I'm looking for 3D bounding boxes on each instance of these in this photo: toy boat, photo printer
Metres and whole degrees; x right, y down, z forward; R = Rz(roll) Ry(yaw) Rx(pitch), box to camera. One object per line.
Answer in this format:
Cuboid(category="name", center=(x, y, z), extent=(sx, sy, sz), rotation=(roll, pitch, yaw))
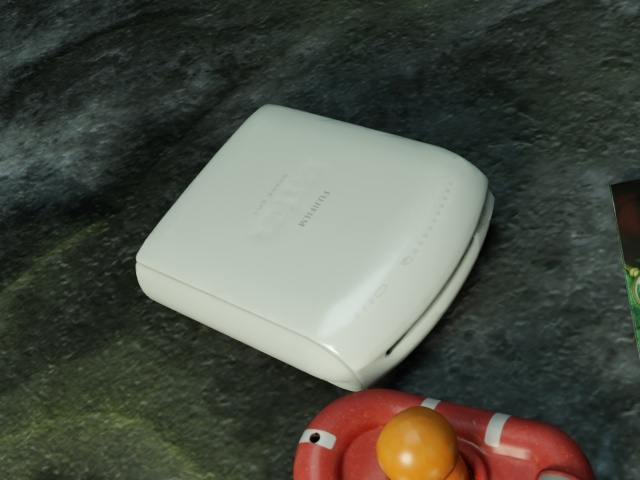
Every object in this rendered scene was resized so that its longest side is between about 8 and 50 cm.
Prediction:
Cuboid(category="toy boat", center=(0.083, 0.176, 0.733), extent=(0.231, 0.151, 0.151), rotation=(7, 55, 30))
Cuboid(category="photo printer", center=(0.000, 0.000, 0.955), extent=(0.307, 0.107, 0.256), rotation=(21, 63, 37))

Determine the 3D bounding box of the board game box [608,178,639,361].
Cuboid(category="board game box", center=(0.329, 0.042, 0.819), extent=(0.136, 0.030, 0.260), rotation=(-8, 49, 16))
